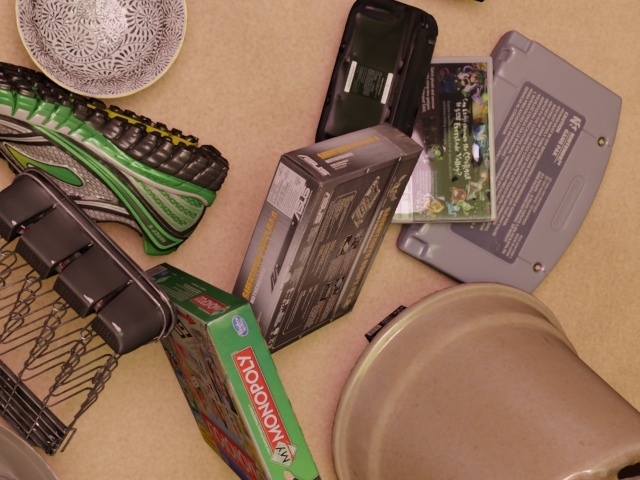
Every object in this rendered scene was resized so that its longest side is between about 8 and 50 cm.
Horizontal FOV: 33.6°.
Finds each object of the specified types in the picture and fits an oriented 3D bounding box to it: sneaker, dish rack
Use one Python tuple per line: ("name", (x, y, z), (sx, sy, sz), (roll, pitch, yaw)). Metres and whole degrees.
("sneaker", (-0.274, -0.082, 1.071), (0.344, 0.134, 0.146), (23, 101, -13))
("dish rack", (-0.276, 0.085, 1.040), (0.208, 0.271, 0.074), (45, 43, 8))

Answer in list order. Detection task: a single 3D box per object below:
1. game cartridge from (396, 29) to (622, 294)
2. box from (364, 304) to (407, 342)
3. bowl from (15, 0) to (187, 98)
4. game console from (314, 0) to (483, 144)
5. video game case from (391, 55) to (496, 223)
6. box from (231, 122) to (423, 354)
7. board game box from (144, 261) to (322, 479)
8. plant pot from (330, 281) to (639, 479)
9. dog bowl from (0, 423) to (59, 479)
("game cartridge", (0.237, -0.077, 1.277), (0.196, 0.060, 0.294), (29, 87, -15))
("box", (0.105, 0.130, 1.257), (0.062, 0.052, 0.083), (-38, 105, -10))
("bowl", (-0.229, -0.229, 1.093), (0.170, 0.080, 0.170), (-1, 94, -19))
("game console", (0.069, -0.251, 1.178), (0.213, 0.044, 0.361), (15, 87, -6))
("video game case", (0.112, -0.114, 1.211), (0.173, 0.022, 0.190), (-1, 88, -1))
("box", (0.000, 0.000, 1.106), (0.183, 0.056, 0.231), (-24, 144, -49))
("board game box", (-0.096, 0.141, 1.053), (0.046, 0.317, 0.213), (-25, 103, -17))
("plant pot", (0.226, 0.249, 1.139), (0.334, 0.305, 0.333), (-8, 110, -23))
("dog bowl", (-0.406, 0.331, 1.013), (0.349, 0.102, 0.348), (17, 59, -32))
